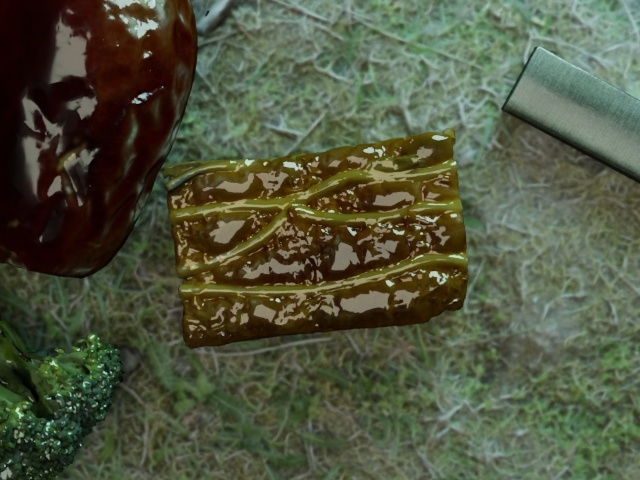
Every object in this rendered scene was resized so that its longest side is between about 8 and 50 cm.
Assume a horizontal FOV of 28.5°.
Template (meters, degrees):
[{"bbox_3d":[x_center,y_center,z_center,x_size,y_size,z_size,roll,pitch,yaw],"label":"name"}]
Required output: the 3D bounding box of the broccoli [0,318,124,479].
[{"bbox_3d":[-0.342,0.083,1.206,0.252,0.221,0.361,-9,94,40],"label":"broccoli"}]

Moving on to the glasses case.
[{"bbox_3d":[0.280,-0.108,1.206,0.205,0.047,0.071,29,95,2],"label":"glasses case"}]

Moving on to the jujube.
[{"bbox_3d":[-0.229,-0.130,1.151,0.223,0.223,0.318,14,91,3],"label":"jujube"}]

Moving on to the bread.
[{"bbox_3d":[0.000,0.000,1.203,0.274,0.114,0.185,-7,94,3],"label":"bread"}]
